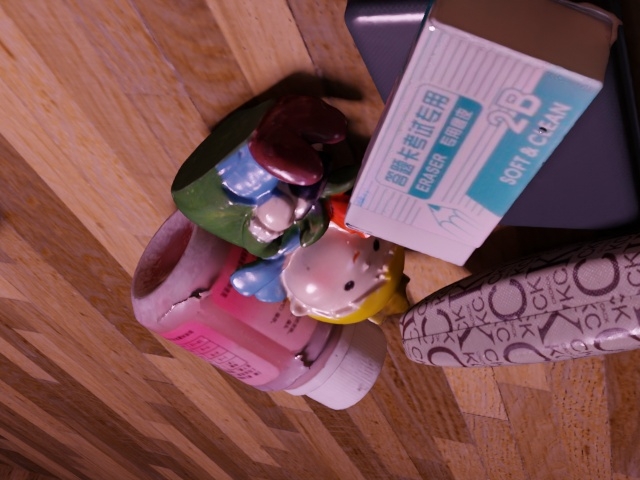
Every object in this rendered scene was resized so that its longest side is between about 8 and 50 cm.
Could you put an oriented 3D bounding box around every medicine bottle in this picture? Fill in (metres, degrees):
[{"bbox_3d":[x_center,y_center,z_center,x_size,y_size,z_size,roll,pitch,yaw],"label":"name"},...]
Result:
[{"bbox_3d":[-0.055,0.071,0.907,0.247,0.147,0.147,34,150,-28],"label":"medicine bottle"}]

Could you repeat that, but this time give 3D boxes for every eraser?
[{"bbox_3d":[0.083,-0.062,0.551,0.095,0.052,0.225,19,153,-1],"label":"eraser"}]

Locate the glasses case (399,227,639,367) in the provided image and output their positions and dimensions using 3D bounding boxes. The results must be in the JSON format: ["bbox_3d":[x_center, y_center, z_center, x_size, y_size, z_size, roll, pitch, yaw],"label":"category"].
[{"bbox_3d":[0.205,0.043,0.699,0.137,0.085,0.354,-11,175,-38],"label":"glasses case"}]

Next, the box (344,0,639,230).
[{"bbox_3d":[0.123,-0.086,0.594,0.160,0.050,0.230,4,150,28],"label":"box"}]

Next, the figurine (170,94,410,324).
[{"bbox_3d":[0.008,-0.012,0.751,0.234,0.127,0.185,41,139,-19],"label":"figurine"}]
